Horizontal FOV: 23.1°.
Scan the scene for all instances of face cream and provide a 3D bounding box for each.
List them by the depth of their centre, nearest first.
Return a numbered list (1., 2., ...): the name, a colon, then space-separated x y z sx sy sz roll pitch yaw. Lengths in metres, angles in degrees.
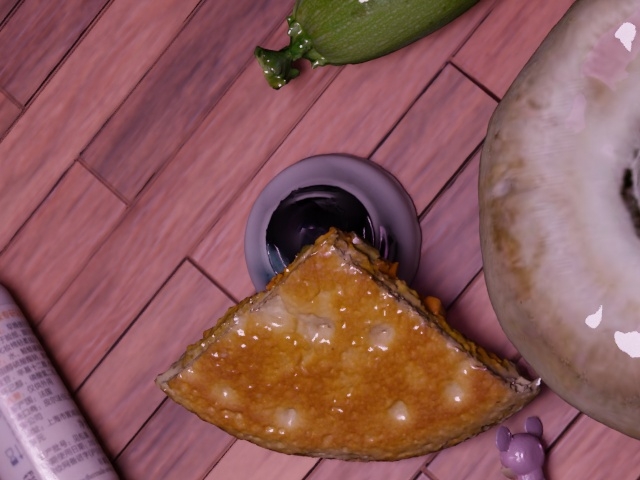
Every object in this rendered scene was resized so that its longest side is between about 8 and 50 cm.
1. face cream: -0.246 0.113 1.227 0.082 0.082 0.269 -35 77 9

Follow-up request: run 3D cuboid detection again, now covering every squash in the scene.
1. squash: 0.110 -0.231 1.157 0.378 0.101 0.101 -33 78 10

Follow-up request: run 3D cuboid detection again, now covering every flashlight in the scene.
1. flashlight: 0.153 0.187 1.146 0.031 0.052 0.110 -15 87 49

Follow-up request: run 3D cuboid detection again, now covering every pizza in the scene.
1. pizza: 0.015 0.074 1.145 0.292 0.058 0.197 -3 116 13

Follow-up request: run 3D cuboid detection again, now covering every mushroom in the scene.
1. mushroom: 0.271 -0.031 1.010 0.352 0.260 0.352 -2 75 9

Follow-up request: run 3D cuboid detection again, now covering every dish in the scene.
1. dish: 0.000 0.000 1.175 0.141 0.078 0.141 -1 86 14
